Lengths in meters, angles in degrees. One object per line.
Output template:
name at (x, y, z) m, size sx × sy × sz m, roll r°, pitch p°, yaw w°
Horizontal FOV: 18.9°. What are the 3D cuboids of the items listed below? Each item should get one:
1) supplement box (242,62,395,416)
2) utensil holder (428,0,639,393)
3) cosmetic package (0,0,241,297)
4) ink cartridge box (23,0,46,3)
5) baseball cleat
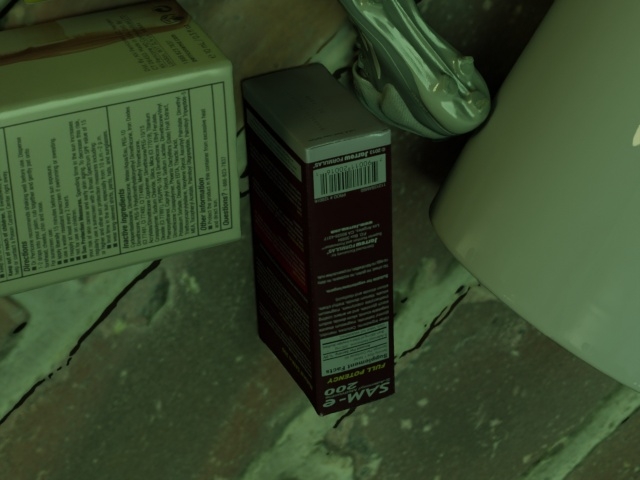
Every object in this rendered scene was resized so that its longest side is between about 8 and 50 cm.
supplement box at (0.000, 0.000, 1.490) m, size 0.073 × 0.130 × 0.239 m, roll -14°, pitch 123°, yaw -19°
utensil holder at (0.310, -0.100, 1.470) m, size 0.328 × 0.327 × 0.385 m, roll 21°, pitch 109°, yaw -34°
cosmetic package at (-0.216, -0.057, 1.352) m, size 0.296 × 0.129 × 0.153 m, roll -13°, pitch 123°, yaw -20°
ink cartridge box at (-0.042, -0.258, 1.228) m, size 0.304 × 0.307 × 0.072 m, roll -12°, pitch 80°, yaw -13°
baseball cleat at (0.040, -0.157, 1.457) m, size 0.072 × 0.109 × 0.206 m, roll -43°, pitch 102°, yaw -36°
